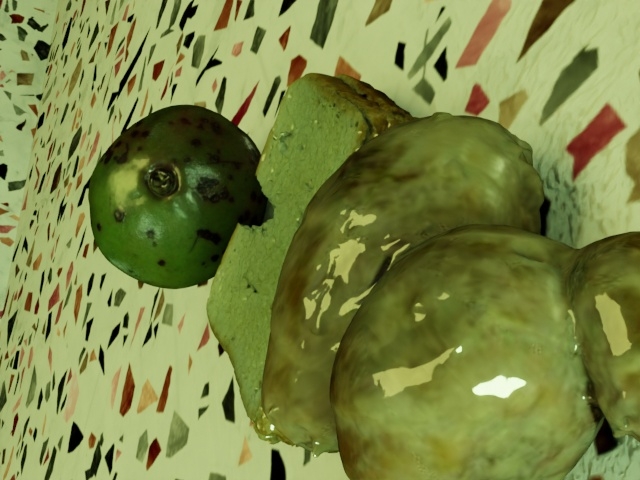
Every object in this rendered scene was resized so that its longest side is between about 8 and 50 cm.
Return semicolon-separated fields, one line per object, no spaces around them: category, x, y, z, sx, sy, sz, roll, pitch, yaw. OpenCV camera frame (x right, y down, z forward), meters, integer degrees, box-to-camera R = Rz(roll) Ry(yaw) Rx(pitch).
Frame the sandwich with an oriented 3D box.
sandwich;-0.001;0.000;0.817;0.273;0.095;0.249;-69;23;13

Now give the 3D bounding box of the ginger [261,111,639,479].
ginger;0.081;0.050;0.547;0.244;0.155;0.304;-42;33;-4

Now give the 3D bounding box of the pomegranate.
pomegranate;-0.152;-0.040;1.060;0.248;0.202;0.202;91;-169;-82
